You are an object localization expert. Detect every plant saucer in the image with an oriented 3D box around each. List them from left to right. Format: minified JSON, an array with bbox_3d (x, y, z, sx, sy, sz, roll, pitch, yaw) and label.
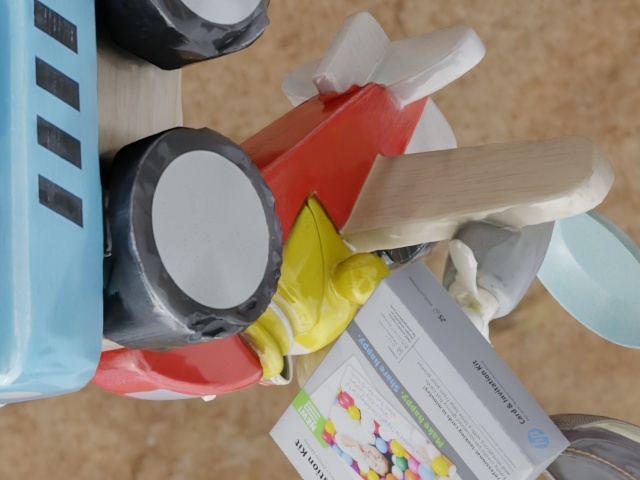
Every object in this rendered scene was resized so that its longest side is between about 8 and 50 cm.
[{"bbox_3d":[0.279,0.022,1.976,0.037,0.195,0.195,-41,146,-22],"label":"plant saucer"}]

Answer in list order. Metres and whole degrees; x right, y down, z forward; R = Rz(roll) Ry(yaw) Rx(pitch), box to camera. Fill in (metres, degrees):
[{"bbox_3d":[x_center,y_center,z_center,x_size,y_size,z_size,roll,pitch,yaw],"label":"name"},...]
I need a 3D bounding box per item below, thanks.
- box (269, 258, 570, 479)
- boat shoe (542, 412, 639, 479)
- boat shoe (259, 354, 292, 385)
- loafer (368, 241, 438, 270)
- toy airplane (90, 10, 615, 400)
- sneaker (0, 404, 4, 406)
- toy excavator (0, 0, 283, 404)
[{"bbox_3d":[0.055,0.121,1.211,0.038,0.145,0.186,-26,161,-38],"label":"box"},{"bbox_3d":[0.329,0.289,1.827,0.355,0.130,0.132,37,151,-18],"label":"boat shoe"},{"bbox_3d":[-0.054,0.058,1.662,0.049,0.043,0.137,-23,108,-42],"label":"boat shoe"},{"bbox_3d":[0.082,-0.009,1.801,0.061,0.062,0.170,-17,177,-20],"label":"loafer"},{"bbox_3d":[0.000,0.000,1.468,0.384,0.386,0.272,-23,103,-4],"label":"toy airplane"},{"bbox_3d":[-0.402,0.050,2.024,0.112,0.299,0.121,-26,150,-15],"label":"sneaker"},{"bbox_3d":[-0.245,0.000,0.894,0.222,0.433,0.445,-11,166,43],"label":"toy excavator"}]
